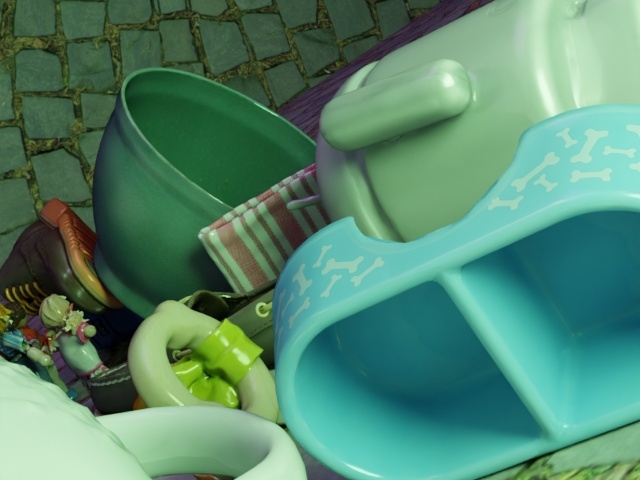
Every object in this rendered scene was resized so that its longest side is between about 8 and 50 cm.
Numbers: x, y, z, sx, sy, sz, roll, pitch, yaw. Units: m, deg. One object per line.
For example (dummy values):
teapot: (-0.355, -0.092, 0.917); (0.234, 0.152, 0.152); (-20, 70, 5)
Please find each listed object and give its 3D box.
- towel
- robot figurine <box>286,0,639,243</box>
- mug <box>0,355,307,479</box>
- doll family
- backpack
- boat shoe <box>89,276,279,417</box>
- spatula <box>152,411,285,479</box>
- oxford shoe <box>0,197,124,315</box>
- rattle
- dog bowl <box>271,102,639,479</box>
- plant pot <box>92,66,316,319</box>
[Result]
towel: (0.000, 0.000, 1.193); (0.197, 0.144, 0.029); (-30, 31, 6)
robot figurine: (0.139, -0.080, 1.011); (0.353, 0.199, 0.300); (-21, -25, 39)
mug: (-0.178, 0.166, 0.641); (0.374, 0.276, 0.328); (-18, 10, -37)
doll family: (-0.332, 0.135, 1.397); (0.118, 0.163, 0.263); (-37, 12, -28)
backpack: (-0.273, 0.085, 1.643); (0.120, 0.098, 0.101); (-26, 15, 19)
boat shoe: (-0.083, 0.085, 1.081); (0.324, 0.096, 0.116); (-19, 9, 34)
spatula: (-0.104, 0.165, 1.046); (0.168, 0.019, 0.242); (-36, 12, -23)
oxford shoe: (-0.308, 0.048, 1.510); (0.133, 0.130, 0.364); (-45, 17, -6)
rattle: (-0.111, 0.148, 0.918); (0.143, 0.130, 0.199); (-33, 35, 19)
dog bowl: (0.101, 0.044, 0.691); (0.297, 0.166, 0.074); (-26, 23, 24)
plant pot: (-0.127, -0.023, 1.361); (0.196, 0.293, 0.293); (-55, 1, 24)
